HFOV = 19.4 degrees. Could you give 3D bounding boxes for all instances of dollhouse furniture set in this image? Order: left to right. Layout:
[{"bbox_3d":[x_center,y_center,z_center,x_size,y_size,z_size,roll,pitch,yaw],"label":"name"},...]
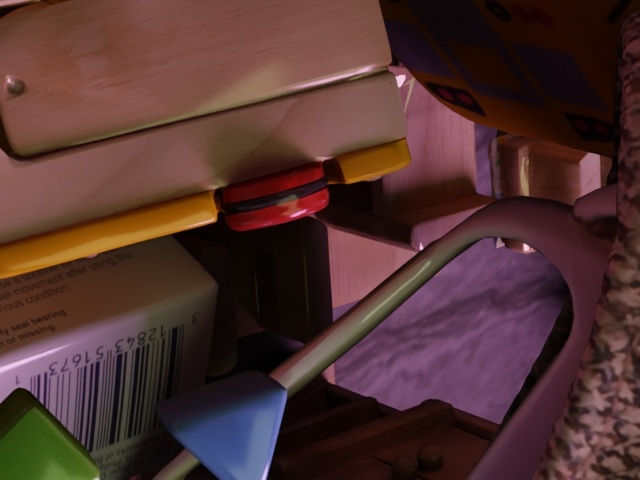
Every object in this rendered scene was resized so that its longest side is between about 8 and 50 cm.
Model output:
[{"bbox_3d":[0.000,0.000,0.703,0.212,0.161,0.242,-16,110,-35],"label":"dollhouse furniture set"}]

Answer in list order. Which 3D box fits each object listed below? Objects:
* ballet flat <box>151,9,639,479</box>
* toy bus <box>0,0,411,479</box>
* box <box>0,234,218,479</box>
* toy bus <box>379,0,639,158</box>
[{"bbox_3d":[0.016,0.137,0.569,0.483,0.182,0.164,-59,-177,22],"label":"ballet flat"},{"bbox_3d":[-0.080,-0.040,0.485,0.202,0.104,0.191,32,86,-15],"label":"toy bus"},{"bbox_3d":[-0.122,0.019,0.563,0.126,0.137,0.072,-18,135,-33],"label":"box"},{"bbox_3d":[0.133,-0.195,0.583,0.332,0.108,0.130,-53,127,-14],"label":"toy bus"}]
